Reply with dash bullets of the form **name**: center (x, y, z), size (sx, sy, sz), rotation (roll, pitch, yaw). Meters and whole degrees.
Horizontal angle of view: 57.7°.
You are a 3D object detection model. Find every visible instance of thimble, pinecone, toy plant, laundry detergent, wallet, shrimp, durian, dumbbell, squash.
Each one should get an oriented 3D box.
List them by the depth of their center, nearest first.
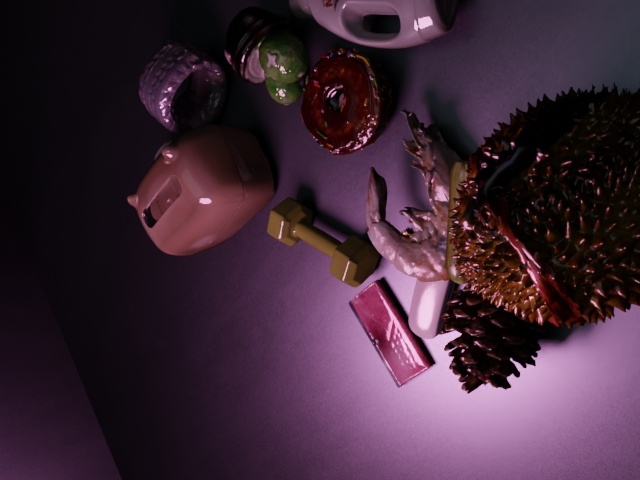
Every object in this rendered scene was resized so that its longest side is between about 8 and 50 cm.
- **durian**: center (0.370, -0.040, 0.883), size (0.384, 0.347, 0.347), rotation (-41, 70, 44)
- **pinecone**: center (0.315, 0.173, 1.060), size (0.184, 0.179, 0.204), rotation (-29, 47, 49)
- **squash**: center (0.264, -0.032, 1.067), size (0.066, 0.066, 0.229), rotation (10, 105, 43)
- **shrimp**: center (0.194, -0.091, 1.177), size (0.247, 0.085, 0.360), rotation (-13, 88, 30)
- **laundry detergent**: center (0.088, -0.512, 1.190), size (0.398, 0.124, 0.264), rotation (3, 102, 45)
- **wallet**: center (0.159, 0.214, 1.347), size (0.119, 0.025, 0.232), rotation (-45, 68, 40)
- **toy plant**: center (-0.113, -0.432, 1.362), size (0.235, 0.175, 0.218), rotation (50, 170, 16)
- **dumbbell**: center (0.000, 0.000, 1.398), size (0.302, 0.121, 0.108), rotation (31, 90, 37)
- **thimble**: center (-0.387, -0.427, 1.617), size (0.172, 0.205, 0.236), rotation (43, 127, 31)

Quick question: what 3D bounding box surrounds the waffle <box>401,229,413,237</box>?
- **waffle**: center (0.201, 0.011, 1.267), size (0.085, 0.016, 0.078), rotation (21, 113, 41)

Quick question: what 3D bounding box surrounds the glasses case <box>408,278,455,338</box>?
- **glasses case**: center (0.237, 0.115, 1.229), size (0.076, 0.049, 0.197), rotation (24, 112, 38)

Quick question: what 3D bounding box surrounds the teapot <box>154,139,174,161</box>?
- **teapot**: center (-0.451, -0.244, 1.775), size (0.092, 0.145, 0.226), rotation (39, 164, -8)

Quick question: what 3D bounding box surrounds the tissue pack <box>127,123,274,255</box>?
- **tissue pack**: center (-0.331, -0.128, 1.582), size (0.387, 0.277, 0.267), rotation (-36, 76, 44)

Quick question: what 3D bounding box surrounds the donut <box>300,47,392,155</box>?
- **donut**: center (0.061, -0.307, 1.283), size (0.235, 0.089, 0.235), rotation (13, 109, 43)
